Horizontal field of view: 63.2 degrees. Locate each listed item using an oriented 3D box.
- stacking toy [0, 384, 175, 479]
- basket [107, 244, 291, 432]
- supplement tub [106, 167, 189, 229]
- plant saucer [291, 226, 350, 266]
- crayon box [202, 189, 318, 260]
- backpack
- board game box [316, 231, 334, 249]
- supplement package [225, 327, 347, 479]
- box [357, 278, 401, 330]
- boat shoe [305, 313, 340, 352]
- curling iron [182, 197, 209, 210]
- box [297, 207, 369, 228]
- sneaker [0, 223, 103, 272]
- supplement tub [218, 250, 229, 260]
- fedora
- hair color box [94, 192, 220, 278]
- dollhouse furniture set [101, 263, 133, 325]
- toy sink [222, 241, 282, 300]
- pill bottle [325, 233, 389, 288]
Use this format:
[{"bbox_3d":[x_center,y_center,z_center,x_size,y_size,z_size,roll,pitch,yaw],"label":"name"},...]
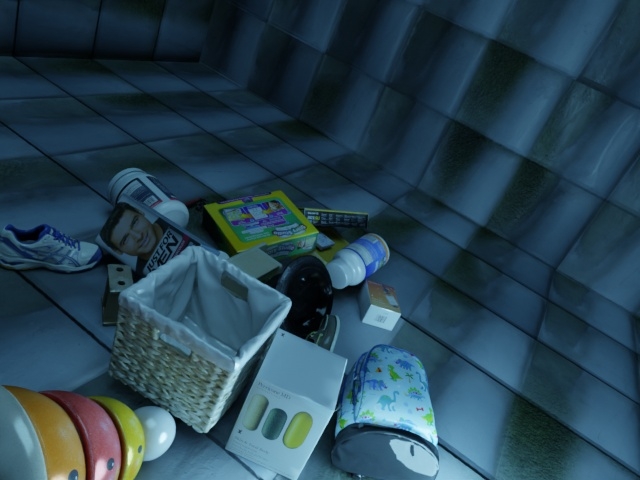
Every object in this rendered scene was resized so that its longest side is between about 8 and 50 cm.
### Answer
[{"bbox_3d":[-0.467,0.411,1.019,0.350,0.351,0.480,38,15,24],"label":"stacking toy"},{"bbox_3d":[-0.304,0.236,1.328,0.328,0.266,0.331,29,28,8],"label":"basket"},{"bbox_3d":[-0.625,-0.122,1.880,0.272,0.191,0.191,39,31,26],"label":"supplement tub"},{"bbox_3d":[0.023,0.044,2.229,0.332,0.081,0.333,-6,40,-45],"label":"plant saucer"},{"bbox_3d":[-0.241,-0.050,2.080,0.362,0.106,0.313,-15,46,-31],"label":"crayon box"},{"bbox_3d":[0.185,0.469,1.469,0.290,0.273,0.355,16,16,-2],"label":"backpack"},{"bbox_3d":[0.000,0.000,2.178,0.090,0.020,0.090,38,30,26],"label":"board game box"},{"bbox_3d":[-0.084,0.408,1.304,0.199,0.263,0.198,24,27,1],"label":"supplement package"},{"bbox_3d":[0.225,0.248,2.018,0.130,0.091,0.170,17,29,-13],"label":"box"},{"bbox_3d":[-0.006,0.339,1.635,0.091,0.109,0.305,21,38,-4],"label":"boat shoe"},{"bbox_3d":[-0.555,-0.131,2.120,0.068,0.035,0.274,35,29,20],"label":"curling iron"},{"bbox_3d":[0.015,-0.103,2.333,0.321,0.079,0.257,3,1,-27],"label":"box"},{"bbox_3d":[-0.801,0.018,1.563,0.296,0.131,0.112,1,34,-40],"label":"sneaker"},{"bbox_3d":[-0.361,0.095,1.800,0.071,0.107,0.071,19,27,-10],"label":"supplement tub"},{"bbox_3d":[-0.096,0.197,1.737,0.152,0.334,0.334,1,14,33],"label":"fedora"},{"bbox_3d":[-0.515,0.020,1.630,0.374,0.185,0.113,29,-2,27],"label":"hair color box"},{"bbox_3d":[-0.533,0.162,1.522,0.183,0.129,0.129,6,32,-29],"label":"dollhouse furniture set"},{"bbox_3d":[-0.230,0.126,1.804,0.131,0.153,0.234,33,28,16],"label":"toy sink"},{"bbox_3d":[0.142,0.087,2.072,0.152,0.152,0.272,37,43,23],"label":"pill bottle"}]
